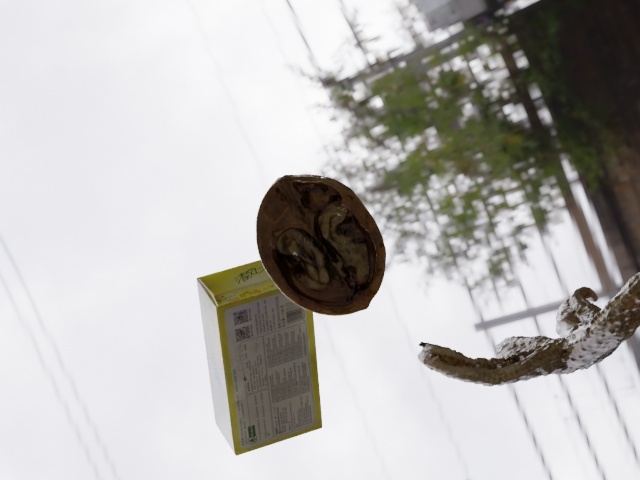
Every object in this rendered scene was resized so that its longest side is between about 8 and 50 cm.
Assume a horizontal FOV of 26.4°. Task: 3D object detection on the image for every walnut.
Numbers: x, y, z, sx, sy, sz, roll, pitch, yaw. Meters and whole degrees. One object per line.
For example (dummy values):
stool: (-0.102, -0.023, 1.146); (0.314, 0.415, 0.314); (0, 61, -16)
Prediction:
walnut: (0.000, 0.000, 1.052); (0.121, 0.091, 0.052); (59, -174, -9)

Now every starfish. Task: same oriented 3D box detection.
starfish: (0.251, 0.085, 1.373); (0.327, 0.375, 0.094); (-21, -98, -31)

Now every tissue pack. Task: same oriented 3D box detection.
tissue pack: (-0.057, 0.109, 1.306); (0.095, 0.062, 0.176); (-17, -57, -19)
